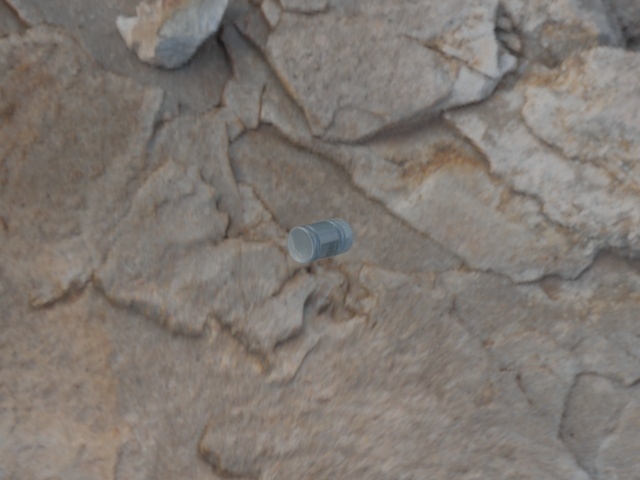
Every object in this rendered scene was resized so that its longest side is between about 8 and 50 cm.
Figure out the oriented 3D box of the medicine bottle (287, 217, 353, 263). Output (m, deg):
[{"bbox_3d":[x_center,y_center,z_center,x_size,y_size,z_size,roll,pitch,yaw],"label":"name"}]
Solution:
[{"bbox_3d":[0.000,0.000,1.612,0.091,0.058,0.058,-13,71,-46],"label":"medicine bottle"}]
